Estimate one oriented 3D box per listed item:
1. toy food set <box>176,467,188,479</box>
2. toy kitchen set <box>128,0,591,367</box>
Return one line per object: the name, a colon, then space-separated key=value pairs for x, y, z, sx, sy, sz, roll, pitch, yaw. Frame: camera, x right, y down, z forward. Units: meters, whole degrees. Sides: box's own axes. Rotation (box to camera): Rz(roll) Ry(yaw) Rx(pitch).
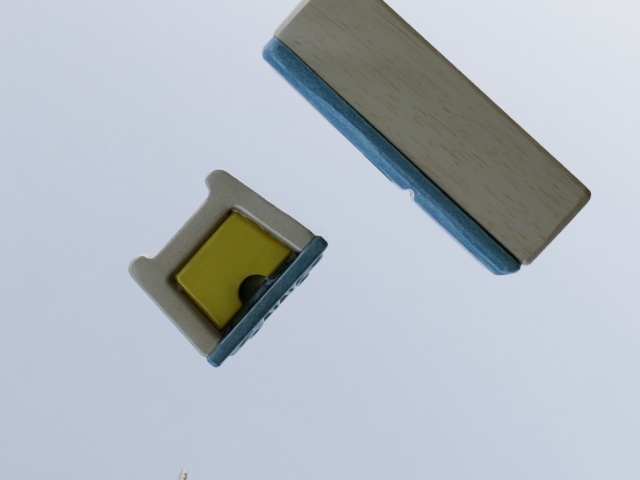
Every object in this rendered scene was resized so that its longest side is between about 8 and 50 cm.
toy food set: x=-0.201 y=0.322 z=1.369 sx=0.038 sy=0.192 sz=0.132 roll=30 pitch=-169 yaw=-9
toy kitchen set: x=0.000 y=0.000 z=0.561 sx=0.122 sy=0.166 sz=0.207 roll=42 pitch=-177 yaw=1
